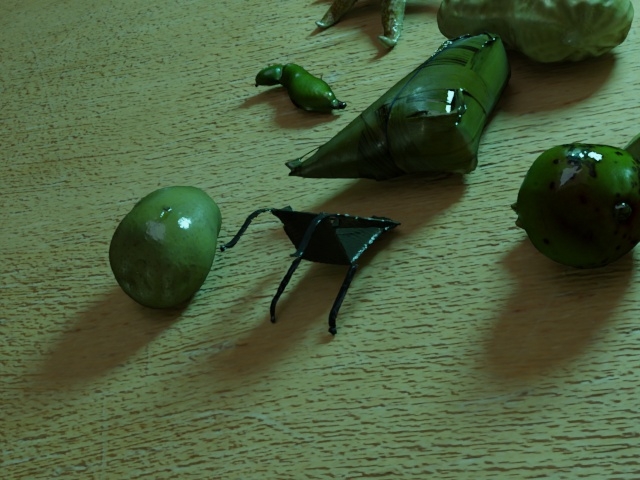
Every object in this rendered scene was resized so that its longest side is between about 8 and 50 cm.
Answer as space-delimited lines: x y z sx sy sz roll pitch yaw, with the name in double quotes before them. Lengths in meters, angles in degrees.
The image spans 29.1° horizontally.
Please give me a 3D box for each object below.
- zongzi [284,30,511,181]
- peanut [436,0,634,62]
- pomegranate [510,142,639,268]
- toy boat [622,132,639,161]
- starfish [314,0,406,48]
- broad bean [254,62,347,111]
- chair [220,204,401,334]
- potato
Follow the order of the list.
"zongzi" 0.118 -0.189 1.792 0.289 0.123 0.260 -8 36 32
"peanut" 0.313 -0.334 1.823 0.325 0.140 0.153 7 64 40
"pomegranate" 0.305 -0.043 1.480 0.159 0.159 0.205 -45 15 -21
"toy boat" 0.463 -0.131 1.540 0.172 0.065 0.066 -16 28 23
"starfish" 0.144 -0.467 2.126 0.327 0.094 0.375 -47 35 -21
"broad bean" -0.031 -0.250 2.013 0.070 0.048 0.213 -40 38 -20
"chair" 0.000 0.000 1.623 0.174 0.149 0.213 6 44 39
"potato" -0.212 0.000 1.769 0.157 0.157 0.194 1 32 33
